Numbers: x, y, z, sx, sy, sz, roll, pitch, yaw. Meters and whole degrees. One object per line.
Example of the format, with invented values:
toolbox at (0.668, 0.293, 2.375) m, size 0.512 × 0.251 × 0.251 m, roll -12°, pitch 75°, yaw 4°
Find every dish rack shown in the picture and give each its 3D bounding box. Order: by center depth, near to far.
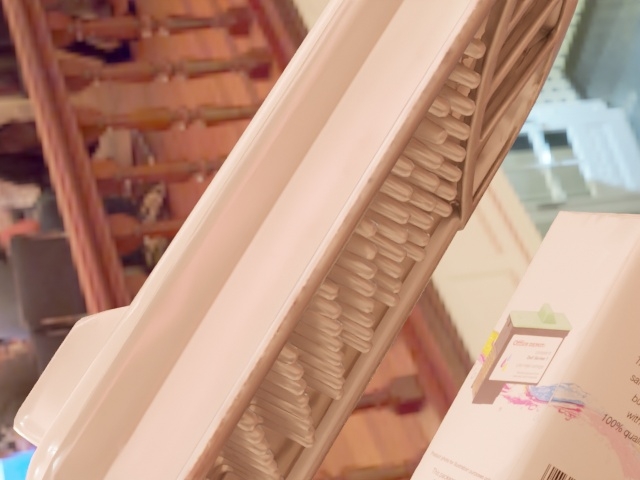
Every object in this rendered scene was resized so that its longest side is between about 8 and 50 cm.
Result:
dish rack at (0.000, 0.000, 0.521) m, size 0.332 × 0.072 × 0.285 m, roll -59°, pitch -9°, yaw -14°

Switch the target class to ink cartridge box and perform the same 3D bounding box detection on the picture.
ink cartridge box at (0.203, 0.145, 0.952) m, size 0.278 × 0.201 × 0.117 m, roll -60°, pitch 23°, yaw -8°
